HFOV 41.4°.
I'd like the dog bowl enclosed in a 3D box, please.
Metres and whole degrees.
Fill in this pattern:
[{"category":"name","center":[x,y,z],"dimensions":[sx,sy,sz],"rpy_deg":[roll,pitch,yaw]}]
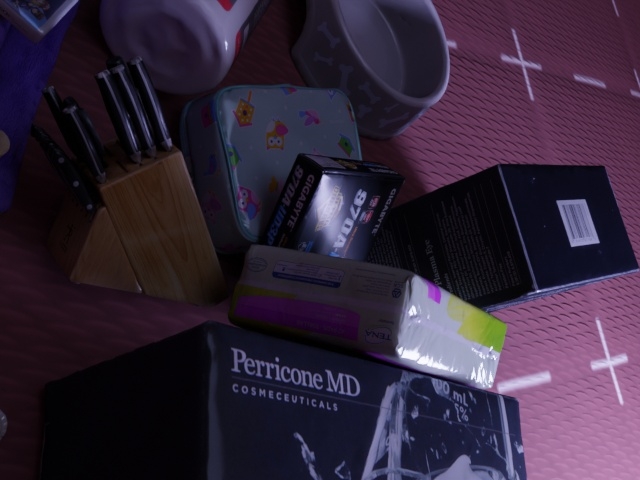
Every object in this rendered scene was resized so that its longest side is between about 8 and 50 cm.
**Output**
[{"category":"dog bowl","center":[0.090,-0.351,1.441],"dimensions":[0.348,0.102,0.349],"rpy_deg":[21,58,-39]}]

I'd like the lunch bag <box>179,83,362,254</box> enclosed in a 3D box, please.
[{"category":"lunch bag","center":[-0.061,-0.093,1.147],"dimensions":[0.279,0.107,0.224],"rpy_deg":[-10,92,-47]}]

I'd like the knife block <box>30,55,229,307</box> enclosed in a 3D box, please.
[{"category":"knife block","center":[-0.183,-0.066,0.919],"dimensions":[0.275,0.242,0.088],"rpy_deg":[17,16,-42]}]

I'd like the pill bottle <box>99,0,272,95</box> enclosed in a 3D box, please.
[{"category":"pill bottle","center":[-0.146,-0.353,1.126],"dimensions":[0.176,0.176,0.319],"rpy_deg":[45,45,-24]}]

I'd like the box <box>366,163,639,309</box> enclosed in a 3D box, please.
[{"category":"box","center":[0.248,0.018,1.283],"dimensions":[0.343,0.312,0.179],"rpy_deg":[-5,75,-49]}]

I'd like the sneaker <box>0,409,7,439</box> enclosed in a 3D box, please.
[{"category":"sneaker","center":[-0.356,0.191,0.753],"dimensions":[0.152,0.084,0.058],"rpy_deg":[-51,145,-12]}]

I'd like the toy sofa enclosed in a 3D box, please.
[{"category":"toy sofa","center":[-0.333,-0.218,0.884],"dimensions":[0.177,0.150,0.363],"rpy_deg":[31,52,-33]}]

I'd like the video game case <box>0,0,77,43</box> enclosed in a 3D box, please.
[{"category":"video game case","center":[-0.298,-0.316,0.835],"dimensions":[0.183,0.023,0.201],"rpy_deg":[42,47,-21]}]

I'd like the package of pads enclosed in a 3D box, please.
[{"category":"package of pads","center":[0.059,0.096,0.994],"dimensions":[0.296,0.229,0.101],"rpy_deg":[28,73,-55]}]

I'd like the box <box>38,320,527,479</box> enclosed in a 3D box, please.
[{"category":"box","center":[-0.020,0.380,0.850],"dimensions":[0.479,0.297,0.472],"rpy_deg":[20,57,-41]}]

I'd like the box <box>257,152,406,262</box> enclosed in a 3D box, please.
[{"category":"box","center":[0.000,0.000,1.089],"dimensions":[0.051,0.220,0.175],"rpy_deg":[37,22,33]}]
